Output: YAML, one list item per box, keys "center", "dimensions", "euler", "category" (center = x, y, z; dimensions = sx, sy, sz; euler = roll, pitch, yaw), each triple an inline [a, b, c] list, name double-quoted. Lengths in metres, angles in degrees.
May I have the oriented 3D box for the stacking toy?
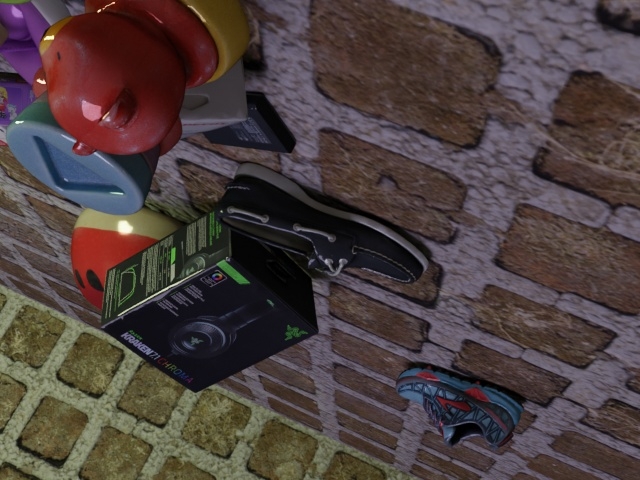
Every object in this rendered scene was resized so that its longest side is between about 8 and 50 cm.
- center: [-0.230, -0.133, 0.652]
  dimensions: [0.279, 0.130, 0.309]
  euler: [30, 155, -10]
  category: "stacking toy"

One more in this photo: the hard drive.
- center: [-0.107, -0.149, 1.040]
  dimensions: [0.135, 0.022, 0.094]
  euler: [11, 154, 35]
  category: "hard drive"

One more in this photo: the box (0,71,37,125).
- center: [-0.496, -0.189, 1.069]
  dimensions: [0.293, 0.057, 0.201]
  euler: [1, -167, -20]
  category: "box"

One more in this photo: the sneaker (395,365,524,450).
- center: [0.241, 0.319, 1.573]
  dimensions: [0.262, 0.125, 0.104]
  euler: [9, 152, 39]
  category: "sneaker"

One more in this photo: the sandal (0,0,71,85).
- center: [-0.381, -0.263, 0.835]
  dimensions: [0.416, 0.102, 0.169]
  euler: [46, 156, 5]
  category: "sandal"

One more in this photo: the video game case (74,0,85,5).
- center: [-0.282, -0.319, 0.851]
  dimensions: [0.212, 0.023, 0.193]
  euler: [27, 159, 3]
  category: "video game case"

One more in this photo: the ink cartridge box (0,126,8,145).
- center: [-0.534, -0.213, 1.347]
  dimensions: [0.099, 0.056, 0.135]
  euler: [7, 152, 43]
  category: "ink cartridge box"

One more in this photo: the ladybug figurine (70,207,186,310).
- center: [-0.348, 0.061, 1.619]
  dimensions: [0.305, 0.162, 0.449]
  euler: [36, 157, -20]
  category: "ladybug figurine"

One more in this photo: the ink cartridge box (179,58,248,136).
- center: [-0.199, -0.160, 0.939]
  dimensions: [0.153, 0.087, 0.208]
  euler: [-7, -178, -38]
  category: "ink cartridge box"

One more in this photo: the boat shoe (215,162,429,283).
- center: [0.000, 0.000, 1.163]
  dimensions: [0.302, 0.091, 0.114]
  euler: [24, 159, 7]
  category: "boat shoe"

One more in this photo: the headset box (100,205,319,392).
- center: [-0.172, 0.098, 1.385]
  dimensions: [0.283, 0.131, 0.246]
  euler: [-28, 132, 18]
  category: "headset box"
